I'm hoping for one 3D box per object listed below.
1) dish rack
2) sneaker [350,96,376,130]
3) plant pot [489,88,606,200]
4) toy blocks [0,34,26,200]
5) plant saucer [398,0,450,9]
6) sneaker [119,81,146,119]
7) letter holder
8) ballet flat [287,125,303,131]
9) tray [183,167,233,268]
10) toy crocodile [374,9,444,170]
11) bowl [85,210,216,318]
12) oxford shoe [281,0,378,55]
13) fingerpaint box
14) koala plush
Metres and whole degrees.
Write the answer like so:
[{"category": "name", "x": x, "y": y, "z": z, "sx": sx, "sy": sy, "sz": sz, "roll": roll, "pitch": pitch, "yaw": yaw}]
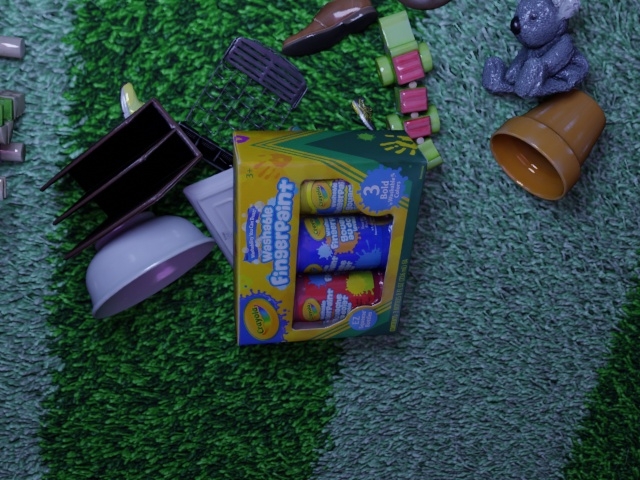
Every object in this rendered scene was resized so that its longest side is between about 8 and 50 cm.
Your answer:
[{"category": "dish rack", "x": -0.161, "y": -0.280, "z": 1.362, "sx": 0.208, "sy": 0.074, "sz": 0.271, "roll": 30, "pitch": 102, "yaw": -21}, {"category": "sneaker", "x": 0.102, "y": -0.281, "z": 1.419, "sx": 0.035, "sy": 0.031, "sz": 0.083, "roll": -36, "pitch": 108, "yaw": 6}, {"category": "plant pot", "x": 0.513, "y": -0.225, "z": 1.408, "sx": 0.188, "sy": 0.205, "sz": 0.205, "roll": -45, "pitch": 108, "yaw": -8}, {"category": "toy blocks", "x": -0.730, "y": -0.245, "z": 1.212, "sx": 0.260, "sy": 0.288, "sz": 0.308, "roll": 4, "pitch": 111, "yaw": -11}, {"category": "plant saucer", "x": 0.224, "y": -0.583, "z": 1.328, "sx": 0.199, "sy": 0.036, "sz": 0.198, "roll": -2, "pitch": 108, "yaw": -6}, {"category": "sneaker", "x": -0.357, "y": -0.245, "z": 1.363, "sx": 0.094, "sy": 0.081, "sz": 0.208, "roll": -24, "pitch": 117, "yaw": -4}, {"category": "letter holder", "x": -0.422, "y": -0.113, "z": 1.268, "sx": 0.302, "sy": 0.214, "sz": 0.152, "roll": -27, "pitch": 111, "yaw": 30}, {"category": "ballet flat", "x": -0.021, "y": -0.146, "z": 1.431, "sx": 0.073, "sy": 0.080, "sz": 0.232, "roll": -22, "pitch": 112, "yaw": 37}, {"category": "tray", "x": -0.181, "y": -0.031, "z": 1.429, "sx": 0.145, "sy": 0.030, "sz": 0.270, "roll": -20, "pitch": 125, "yaw": 10}, {"category": "toy crocodile", "x": 0.194, "y": -0.315, "z": 1.378, "sx": 0.115, "sy": 0.105, "sz": 0.340, "roll": -14, "pitch": 109, "yaw": -1}, {"category": "bowl", "x": -0.382, "y": 0.030, "z": 1.365, "sx": 0.298, "sy": 0.298, "sz": 0.134, "roll": -34, "pitch": 86, "yaw": 6}, {"category": "oxford shoe", "x": 0.010, "y": -0.453, "z": 1.343, "sx": 0.212, "sy": 0.076, "sz": 0.076, "roll": -25, "pitch": 79, "yaw": 5}, {"category": "fingerpaint box", "x": 0.000, "y": 0.000, "z": 1.367, "sx": 0.371, "sy": 0.163, "sz": 0.444, "roll": -2, "pitch": 123, "yaw": -11}, {"category": "koala plush", "x": 0.462, "y": -0.427, "z": 1.337, "sx": 0.203, "sy": 0.196, "sz": 0.221, "roll": -12, "pitch": 109, "yaw": -14}]
